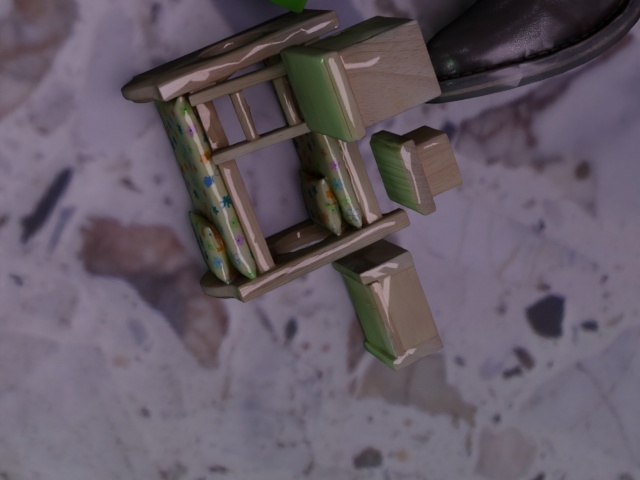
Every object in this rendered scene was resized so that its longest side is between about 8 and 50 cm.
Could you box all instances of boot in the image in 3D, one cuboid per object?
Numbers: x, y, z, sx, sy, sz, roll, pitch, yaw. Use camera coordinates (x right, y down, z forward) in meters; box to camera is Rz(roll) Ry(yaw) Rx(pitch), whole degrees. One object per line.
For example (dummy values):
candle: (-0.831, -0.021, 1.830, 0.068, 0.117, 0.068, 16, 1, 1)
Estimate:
boot: (0.097, -0.216, 0.674, 0.263, 0.091, 0.229, -41, 111, -19)

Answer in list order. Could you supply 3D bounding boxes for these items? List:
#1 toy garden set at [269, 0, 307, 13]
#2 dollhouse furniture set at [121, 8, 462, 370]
toy garden set: (-0.054, -0.240, 0.582, 0.203, 0.049, 0.244, 22, 131, -7)
dollhouse furniture set: (0.000, 0.000, 0.636, 0.101, 0.161, 0.182, -25, 107, -13)
